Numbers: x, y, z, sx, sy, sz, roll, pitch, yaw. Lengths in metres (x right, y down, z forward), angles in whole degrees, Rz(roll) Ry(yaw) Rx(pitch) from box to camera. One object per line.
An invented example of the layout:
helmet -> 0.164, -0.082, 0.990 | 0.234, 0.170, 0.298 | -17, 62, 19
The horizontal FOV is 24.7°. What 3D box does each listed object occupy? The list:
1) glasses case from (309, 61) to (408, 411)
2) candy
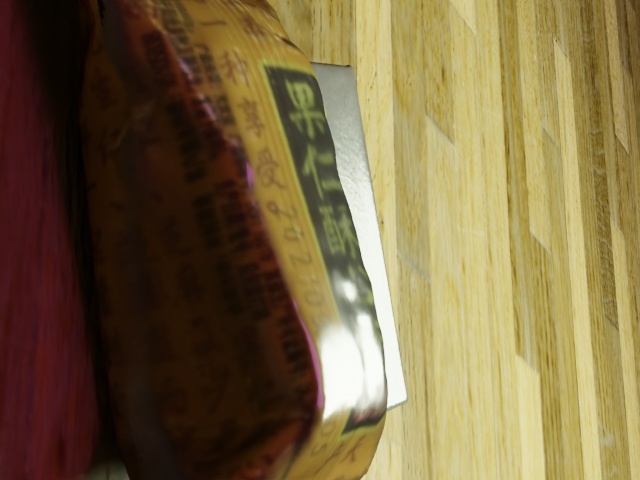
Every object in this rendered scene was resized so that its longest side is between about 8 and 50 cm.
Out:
glasses case -> 0.000, 0.002, 0.758 | 0.072, 0.042, 0.191 | -9, 89, -60
candy -> -0.043, -0.018, 0.601 | 0.143, 0.101, 0.271 | 2, 73, -61
